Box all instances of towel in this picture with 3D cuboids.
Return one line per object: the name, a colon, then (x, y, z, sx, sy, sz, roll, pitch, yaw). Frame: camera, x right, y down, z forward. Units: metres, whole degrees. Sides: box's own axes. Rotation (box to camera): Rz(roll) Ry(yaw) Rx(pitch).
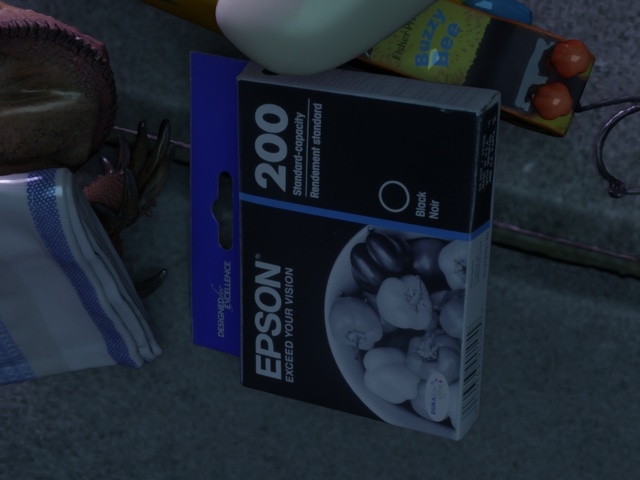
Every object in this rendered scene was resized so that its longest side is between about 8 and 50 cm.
towel: (-0.252, 0.041, 0.821, 0.285, 0.209, 0.034, -9, 58, 3)

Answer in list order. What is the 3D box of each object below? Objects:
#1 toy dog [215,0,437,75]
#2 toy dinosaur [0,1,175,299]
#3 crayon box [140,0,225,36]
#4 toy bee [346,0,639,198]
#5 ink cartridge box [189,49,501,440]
toy dog: (0.029, -0.278, 0.541, 0.395, 0.408, 0.284, -17, 79, 5)
toy dinosaur: (-0.165, -0.067, 0.803, 0.200, 0.295, 0.127, 18, 65, -6)
crayon box: (-0.084, -0.244, 0.802, 0.323, 0.083, 0.203, 24, 85, 12)
toy bee: (0.101, -0.119, 0.839, 0.298, 0.162, 0.195, 0, 94, -3)
ink cartridge box: (0.000, 0.000, 0.833, 0.208, 0.045, 0.206, 11, 113, 25)
